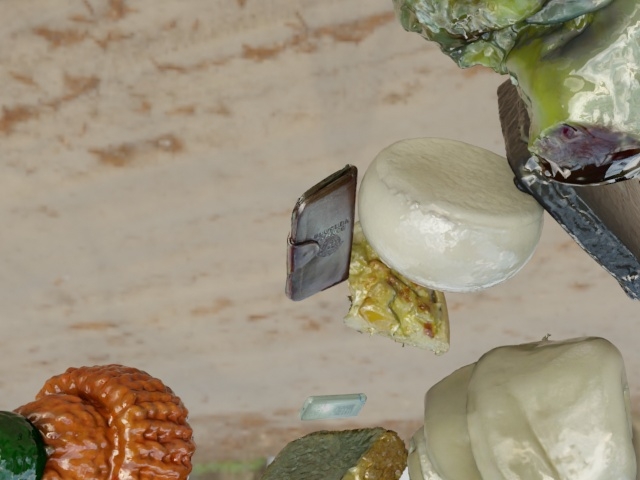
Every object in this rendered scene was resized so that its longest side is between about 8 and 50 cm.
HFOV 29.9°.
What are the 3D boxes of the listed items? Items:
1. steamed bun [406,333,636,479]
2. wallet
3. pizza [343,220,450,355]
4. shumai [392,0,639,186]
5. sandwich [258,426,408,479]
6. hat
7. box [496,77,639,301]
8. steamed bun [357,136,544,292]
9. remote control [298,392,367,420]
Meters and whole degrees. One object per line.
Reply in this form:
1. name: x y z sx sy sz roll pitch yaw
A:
1. steamed bun: 0.233 0.285 1.462 0.255 0.342 0.367 -2 172 2
2. wallet: 0.000 0.000 1.930 0.137 0.031 0.255 -30 146 -27
3. pizza: 0.122 0.063 2.172 0.223 0.323 0.089 -7 156 -33
4. shumai: 0.249 -0.188 1.025 0.304 0.263 0.309 -26 -178 -15
5. sandwich: -0.021 0.434 1.953 0.271 0.301 0.099 -11 121 43
6. hat: -0.391 0.332 1.751 0.285 0.285 0.400 -18 175 36
7. box: 0.401 -0.084 1.820 0.359 0.350 0.091 43 115 -17
8. steamed bun: 0.189 -0.026 1.814 0.283 0.283 0.177 6 122 -14
9. remote control: 0.022 0.283 2.039 0.124 0.018 0.053 1 130 -35
